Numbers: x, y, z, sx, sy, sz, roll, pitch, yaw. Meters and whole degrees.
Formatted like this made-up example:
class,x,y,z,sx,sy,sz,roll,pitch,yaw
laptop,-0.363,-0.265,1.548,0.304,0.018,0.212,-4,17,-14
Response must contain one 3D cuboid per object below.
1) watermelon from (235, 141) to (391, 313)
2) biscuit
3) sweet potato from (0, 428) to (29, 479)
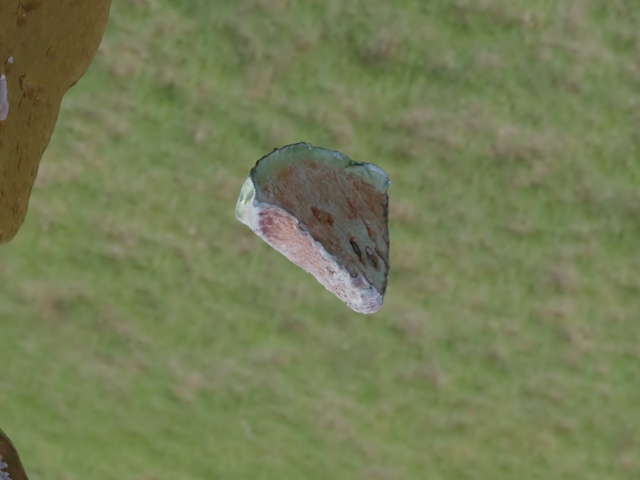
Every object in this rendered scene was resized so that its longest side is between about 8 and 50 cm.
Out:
class,x,y,z,sx,sy,sz,roll,pitch,yaw
watermelon,0.000,0.000,1.406,0.071,0.139,0.187,-39,157,30
biscuit,-0.155,-0.140,0.946,0.044,0.295,0.186,12,145,9
sweet potato,-0.215,0.145,1.152,0.117,0.049,0.049,43,156,-1
